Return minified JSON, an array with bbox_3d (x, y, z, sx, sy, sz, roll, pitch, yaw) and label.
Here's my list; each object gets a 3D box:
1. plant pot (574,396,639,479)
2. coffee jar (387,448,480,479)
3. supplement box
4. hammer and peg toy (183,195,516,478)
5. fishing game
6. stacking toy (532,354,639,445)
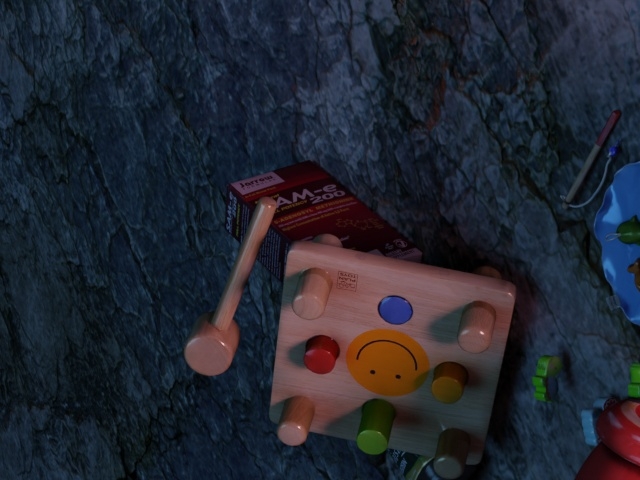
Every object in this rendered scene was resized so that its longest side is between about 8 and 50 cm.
[{"bbox_3d":[0.323,0.249,1.622,0.191,0.191,0.174,30,115,50],"label":"plant pot"},{"bbox_3d":[0.115,0.230,2.079,0.184,0.079,0.096,55,151,28],"label":"coffee jar"},{"bbox_3d":[0.000,0.000,2.104,0.239,0.130,0.073,40,137,41],"label":"supplement box"},{"bbox_3d":[0.023,0.114,1.938,0.361,0.127,0.266,12,125,5],"label":"hammer and peg toy"},{"bbox_3d":[0.323,0.013,1.671,0.264,0.041,0.189,55,143,29],"label":"fishing game"},{"bbox_3d":[0.303,0.226,1.804,0.167,0.052,0.221,1,104,57],"label":"stacking toy"}]
